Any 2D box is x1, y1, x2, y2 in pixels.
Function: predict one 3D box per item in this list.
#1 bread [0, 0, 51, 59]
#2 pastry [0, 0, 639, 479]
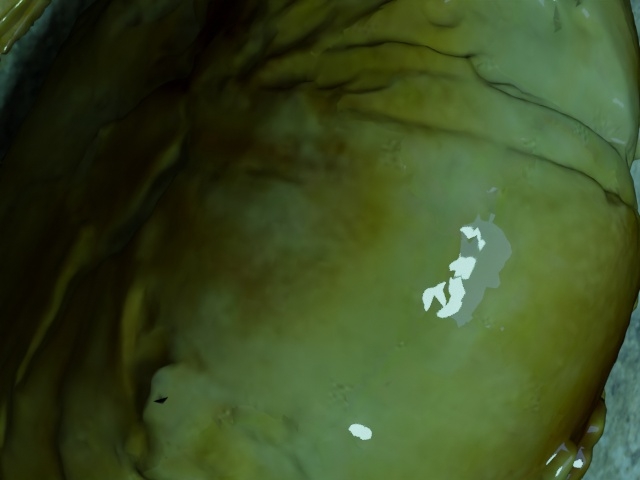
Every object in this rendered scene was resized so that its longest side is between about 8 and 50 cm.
[{"bbox_3d":[-0.208,-0.157,0.859,0.199,0.104,0.199,-14,110,-42],"label":"bread"},{"bbox_3d":[0.000,0.000,0.899,0.245,0.409,0.409,29,76,-31],"label":"pastry"}]
